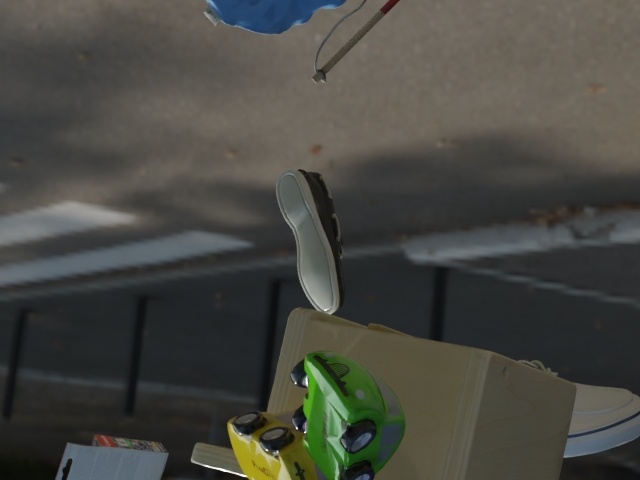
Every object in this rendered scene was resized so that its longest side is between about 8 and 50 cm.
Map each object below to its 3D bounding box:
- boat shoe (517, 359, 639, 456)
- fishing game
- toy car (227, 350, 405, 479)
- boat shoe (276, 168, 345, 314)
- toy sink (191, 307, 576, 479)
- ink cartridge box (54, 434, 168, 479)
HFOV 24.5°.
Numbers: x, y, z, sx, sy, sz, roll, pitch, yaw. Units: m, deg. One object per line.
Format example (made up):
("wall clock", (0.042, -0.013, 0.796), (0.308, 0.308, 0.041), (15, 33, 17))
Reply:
("boat shoe", (0.181, 0.145, 1.314), (0.226, 0.075, 0.083), (-5, -161, -4))
("fishing game", (-0.045, -0.275, 1.321), (0.264, 0.189, 0.041), (45, 174, -22))
("toy car", (0.020, 0.143, 0.903), (0.053, 0.239, 0.225), (-25, 143, -23))
("boat shoe", (0.000, 0.000, 1.213), (0.038, 0.125, 0.046), (-5, 157, -41))
("toy sink", (0.046, 0.130, 1.097), (0.234, 0.131, 0.153), (7, 170, 35))
("ink cartridge box", (-0.220, 0.235, 1.519), (0.115, 0.063, 0.029), (12, -165, -31))
